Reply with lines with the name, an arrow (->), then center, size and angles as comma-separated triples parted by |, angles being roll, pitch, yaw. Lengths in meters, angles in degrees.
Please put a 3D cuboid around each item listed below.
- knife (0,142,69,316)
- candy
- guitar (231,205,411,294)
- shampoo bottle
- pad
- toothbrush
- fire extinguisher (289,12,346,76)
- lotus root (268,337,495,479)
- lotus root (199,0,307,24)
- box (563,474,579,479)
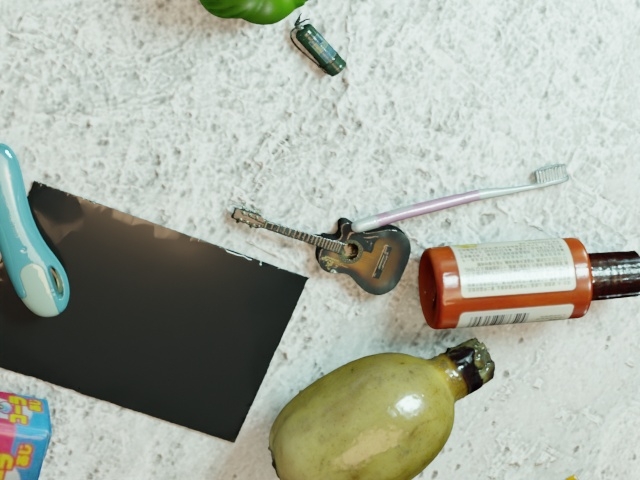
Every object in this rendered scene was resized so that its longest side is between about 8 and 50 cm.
knife -> -0.349, -0.011, 1.767 | 0.064, 0.031, 0.222 | -16, 110, 0
candy -> -0.491, 0.253, 1.814 | 0.306, 0.100, 0.157 | 11, 110, -17
guitar -> 0.000, 0.000, 1.854 | 0.233, 0.025, 0.088 | 18, 106, -17
shampoo bottle -> 0.268, 0.051, 1.888 | 0.278, 0.104, 0.104 | -3, 113, -10
pad -> -0.224, 0.094, 1.856 | 0.367, 0.007, 0.248 | 20, 107, -18
toothbrush -> 0.174, -0.053, 1.861 | 0.286, 0.020, 0.025 | -14, 106, -12
fire extinguisher -> -0.008, -0.227, 1.760 | 0.038, 0.025, 0.083 | -30, 117, 27
lotus root -> 0.080, 0.219, 1.877 | 0.310, 0.183, 0.183 | -31, 115, -1
lotus root -> -0.061, -0.307, 1.637 | 0.186, 0.186, 0.186 | -4, 113, -10
box -> 0.304, 0.451, 1.972 | 0.220, 0.274, 0.091 | -34, 112, 0
